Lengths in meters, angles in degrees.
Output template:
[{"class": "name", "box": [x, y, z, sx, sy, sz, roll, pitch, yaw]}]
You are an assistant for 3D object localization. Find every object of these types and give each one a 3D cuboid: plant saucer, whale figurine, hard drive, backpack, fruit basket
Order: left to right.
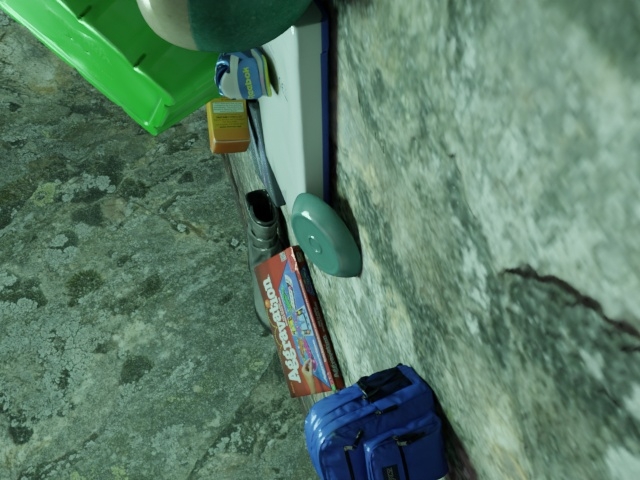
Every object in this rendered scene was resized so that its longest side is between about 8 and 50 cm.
[{"class": "fruit basket", "box": [-0.236, -0.392, 0.761, 0.282, 0.391, 0.393, -14, 93, 62]}, {"class": "whale figurine", "box": [-0.059, -0.269, 0.417, 0.216, 0.141, 0.272, 103, 174, -48]}, {"class": "hard drive", "box": [-0.039, -0.167, 0.625, 0.319, 0.040, 0.210, 88, 162, -53]}, {"class": "plant saucer", "box": [0.000, 0.000, 0.611, 0.119, 0.021, 0.119, 43, 154, 27]}, {"class": "backpack", "box": [0.049, 0.183, 0.476, 0.101, 0.120, 0.098, -144, 39, -73]}]

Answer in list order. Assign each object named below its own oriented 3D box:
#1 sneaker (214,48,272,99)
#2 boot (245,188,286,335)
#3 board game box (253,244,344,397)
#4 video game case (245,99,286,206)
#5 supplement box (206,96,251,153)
[{"class": "sneaker", "box": [-0.099, -0.203, 0.607, 0.144, 0.059, 0.053, -120, 16, -56]}, {"class": "boot", "box": [-0.114, 0.042, 1.165, 0.338, 0.118, 0.223, -126, 28, -47]}, {"class": "board game box", "box": [-0.049, 0.164, 1.024, 0.145, 0.027, 0.282, -29, 75, 47]}, {"class": "video game case", "box": [-0.131, -0.207, 1.098, 0.274, 0.026, 0.196, -127, 23, -60]}, {"class": "supplement box", "box": [-0.192, -0.298, 1.031, 0.078, 0.080, 0.234, 150, 111, -73]}]
